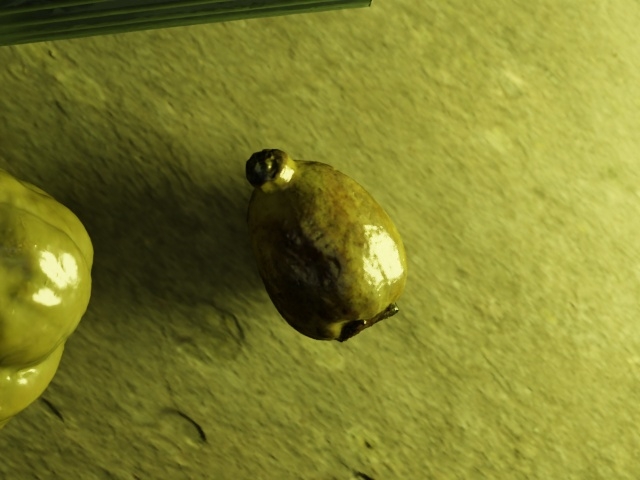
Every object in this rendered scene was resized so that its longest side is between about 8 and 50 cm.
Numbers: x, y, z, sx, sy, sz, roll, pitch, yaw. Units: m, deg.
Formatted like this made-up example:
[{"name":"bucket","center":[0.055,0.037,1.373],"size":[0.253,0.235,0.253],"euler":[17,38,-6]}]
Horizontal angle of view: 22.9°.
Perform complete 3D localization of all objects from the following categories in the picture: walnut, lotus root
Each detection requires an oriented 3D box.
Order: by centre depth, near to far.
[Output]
[{"name":"walnut","center":[-0.353,0.048,1.381],"size":[0.277,0.253,0.282],"euler":[17,105,-22]},{"name":"lotus root","center":[0.000,0.000,1.486],"size":[0.138,0.138,0.214],"euler":[-27,111,2]}]

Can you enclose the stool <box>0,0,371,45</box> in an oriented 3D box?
[{"name":"stool","center":[-0.143,-0.307,1.268],"size":[0.330,0.297,0.297],"euler":[-10,112,1]}]
